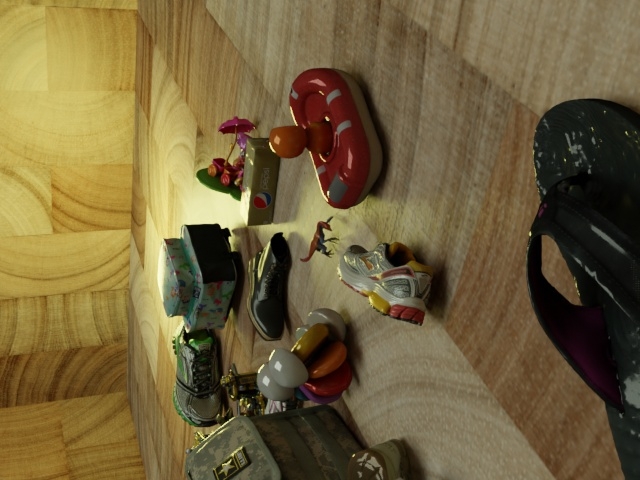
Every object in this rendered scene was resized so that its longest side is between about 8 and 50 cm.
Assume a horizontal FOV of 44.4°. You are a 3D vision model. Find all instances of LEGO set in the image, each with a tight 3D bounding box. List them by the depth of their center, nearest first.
[{"bbox_3d":[-0.196,0.427,1.740,0.331,0.192,0.254,-155,63,-65],"label":"LEGO set"}]

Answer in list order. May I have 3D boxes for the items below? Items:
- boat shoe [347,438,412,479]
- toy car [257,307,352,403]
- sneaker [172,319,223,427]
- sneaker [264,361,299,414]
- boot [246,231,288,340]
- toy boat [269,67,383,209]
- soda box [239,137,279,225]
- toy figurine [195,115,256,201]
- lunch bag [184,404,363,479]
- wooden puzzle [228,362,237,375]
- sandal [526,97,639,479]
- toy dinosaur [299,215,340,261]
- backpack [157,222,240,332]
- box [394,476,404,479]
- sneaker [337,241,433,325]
[{"bbox_3d":[0.111,0.440,1.153,0.105,0.089,0.285,-1,96,42],"label":"boat shoe"},{"bbox_3d":[-0.011,0.218,1.349,0.136,0.159,0.182,43,147,5],"label":"toy car"},{"bbox_3d":[-0.344,0.352,2.170,0.146,0.134,0.343,117,143,-51],"label":"sneaker"},{"bbox_3d":[-0.072,0.326,1.587,0.077,0.072,0.178,-33,68,53],"label":"sneaker"},{"bbox_3d":[-0.099,0.094,1.607,0.137,0.077,0.197,-50,50,53],"label":"boot"},{"bbox_3d":[-0.008,-0.161,1.221,0.151,0.151,0.231,119,141,-53],"label":"toy boat"},{"bbox_3d":[-0.128,-0.123,1.650,0.061,0.058,0.181,-124,36,-51],"label":"soda box"},{"bbox_3d":[-0.183,-0.189,1.730,0.173,0.130,0.159,37,121,34],"label":"toy figurine"},{"bbox_3d":[-0.073,0.406,1.311,0.235,0.287,0.168,-140,49,-62],"label":"lunch bag"},{"bbox_3d":[-0.225,0.354,2.046,0.083,0.006,0.049,-117,31,-44],"label":"wooden puzzle"},{"bbox_3d":[0.259,0.071,0.664,0.167,0.107,0.445,130,132,-60],"label":"sandal"},{"bbox_3d":[0.000,0.000,1.352,0.047,0.090,0.082,48,171,34],"label":"toy dinosaur"},{"bbox_3d":[-0.312,0.109,1.997,0.225,0.191,0.253,-117,26,-42],"label":"backpack"},{"bbox_3d":[0.113,0.441,0.995,0.181,0.119,0.181,33,125,34],"label":"box"},{"bbox_3d":[0.098,0.044,1.117,0.225,0.088,0.092,34,105,63],"label":"sneaker"}]
